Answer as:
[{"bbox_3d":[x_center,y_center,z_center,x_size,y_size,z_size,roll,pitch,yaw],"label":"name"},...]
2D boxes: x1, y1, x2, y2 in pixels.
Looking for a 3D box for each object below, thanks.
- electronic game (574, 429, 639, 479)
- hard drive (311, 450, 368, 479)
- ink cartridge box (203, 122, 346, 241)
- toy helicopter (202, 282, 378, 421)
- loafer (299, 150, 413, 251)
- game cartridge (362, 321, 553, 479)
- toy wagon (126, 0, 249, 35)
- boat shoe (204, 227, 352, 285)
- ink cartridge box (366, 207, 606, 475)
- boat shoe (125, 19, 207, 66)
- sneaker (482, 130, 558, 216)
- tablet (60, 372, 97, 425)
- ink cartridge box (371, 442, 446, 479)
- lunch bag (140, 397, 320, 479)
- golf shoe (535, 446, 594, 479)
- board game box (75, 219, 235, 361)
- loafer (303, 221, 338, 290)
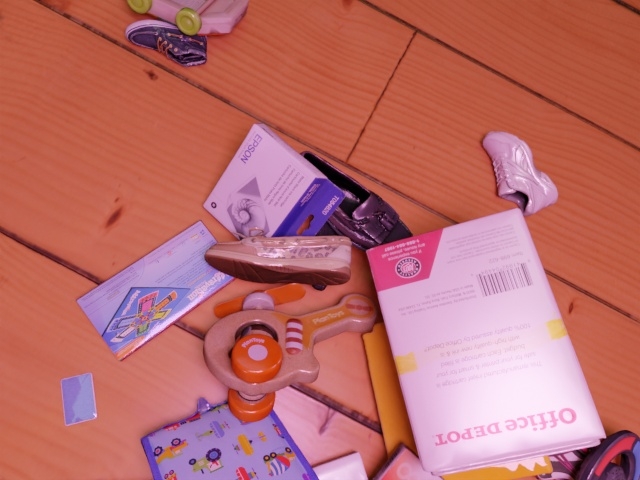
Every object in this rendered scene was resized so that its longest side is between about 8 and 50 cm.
[{"bbox_3d":[0.553,0.473,0.939,0.229,0.048,0.229,-9,107,-30],"label":"electronic game"},{"bbox_3d":[-0.064,0.543,0.848,0.353,0.047,0.233,-13,74,-16],"label":"hard drive"},{"bbox_3d":[-0.099,-0.080,0.983,0.224,0.223,0.045,40,26,5],"label":"ink cartridge box"},{"bbox_3d":[-0.051,0.165,0.932,0.355,0.140,0.235,-14,43,-30],"label":"toy helicopter"},{"bbox_3d":[0.063,-0.072,0.992,0.303,0.095,0.109,34,58,5],"label":"loafer"},{"bbox_3d":[0.249,0.297,0.944,0.285,0.052,0.323,-13,71,8],"label":"game cartridge"},{"bbox_3d":[-0.348,-0.604,1.153,0.344,0.068,0.267,23,50,-2],"label":"toy wagon"},{"bbox_3d":[-0.081,0.029,0.957,0.285,0.104,0.089,6,64,2],"label":"boat shoe"},{"bbox_3d":[0.267,0.175,0.863,0.279,0.160,0.384,-15,71,9],"label":"ink cartridge box"},{"bbox_3d":[-0.353,-0.452,1.128,0.183,0.065,0.083,-4,68,-15],"label":"boat shoe"},{"bbox_3d":[0.461,-0.160,1.178,0.115,0.090,0.232,-34,79,-16],"label":"sneaker"},{"bbox_3d":[-0.438,0.287,0.885,0.054,0.006,0.083,-11,73,-14],"label":"tablet"},{"bbox_3d":[0.168,0.472,0.852,0.179,0.045,0.145,39,84,7],"label":"ink cartridge box"},{"bbox_3d":[-0.151,0.380,0.803,0.221,0.138,0.293,-16,45,-27],"label":"lunch bag"},{"bbox_3d":[0.425,0.401,0.966,0.273,0.105,0.120,30,73,0],"label":"golf shoe"},{"bbox_3d":[-0.312,0.092,0.967,0.281,0.027,0.145,-36,80,-20],"label":"board game box"},{"bbox_3d":[0.000,0.000,1.039,0.078,0.076,0.223,10,65,-2],"label":"loafer"}]
